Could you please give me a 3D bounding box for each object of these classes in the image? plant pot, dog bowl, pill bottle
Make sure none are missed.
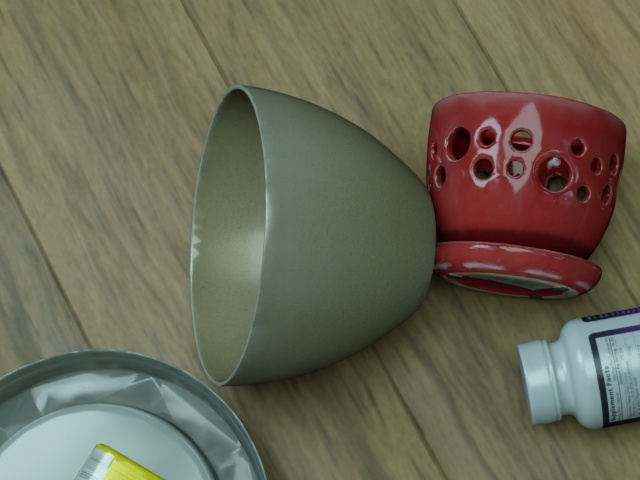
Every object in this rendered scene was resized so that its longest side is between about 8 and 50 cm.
[{"bbox_3d":[0.000,0.000,1.860,0.191,0.284,0.284,3,72,-16],"label":"plant pot"},{"bbox_3d":[0.190,-0.039,1.883,0.191,0.191,0.174,8,82,8],"label":"plant pot"},{"bbox_3d":[-0.211,0.284,1.861,0.348,0.102,0.349,-2,72,6],"label":"dog bowl"},{"bbox_3d":[0.289,0.120,1.860,0.193,0.108,0.108,-10,72,2],"label":"pill bottle"}]

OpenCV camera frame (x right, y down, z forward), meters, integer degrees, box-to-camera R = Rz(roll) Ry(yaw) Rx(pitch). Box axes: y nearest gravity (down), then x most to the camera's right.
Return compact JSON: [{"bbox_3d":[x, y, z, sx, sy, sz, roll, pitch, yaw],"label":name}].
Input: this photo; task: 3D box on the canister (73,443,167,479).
[{"bbox_3d":[-0.196,0.285,1.769,0.126,0.073,0.170,29,76,13],"label":"canister"}]
